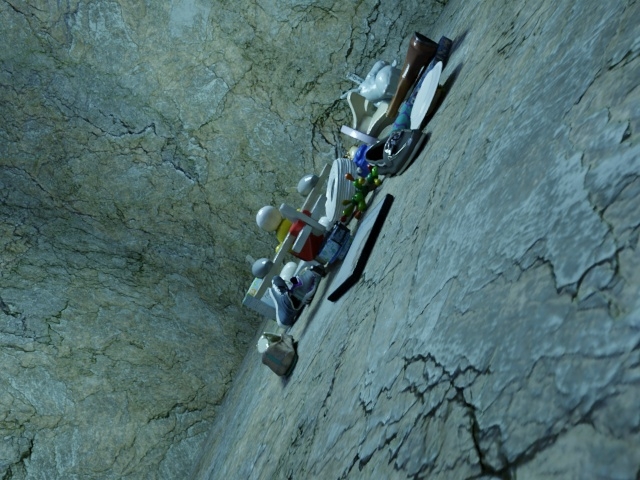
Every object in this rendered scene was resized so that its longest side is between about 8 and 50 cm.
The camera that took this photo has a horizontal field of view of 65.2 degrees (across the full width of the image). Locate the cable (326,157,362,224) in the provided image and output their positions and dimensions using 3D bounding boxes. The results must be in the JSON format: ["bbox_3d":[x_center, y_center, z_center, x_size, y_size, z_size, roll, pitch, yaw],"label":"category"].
[{"bbox_3d":[0.080,-0.186,1.919,0.257,0.089,0.257,-104,23,-66],"label":"cable"}]

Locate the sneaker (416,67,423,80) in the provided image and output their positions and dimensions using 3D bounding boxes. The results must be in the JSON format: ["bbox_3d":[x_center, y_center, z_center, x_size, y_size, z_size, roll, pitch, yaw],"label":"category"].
[{"bbox_3d":[0.412,-0.687,2.032,0.170,0.068,0.071,-54,-16,-35],"label":"sneaker"}]

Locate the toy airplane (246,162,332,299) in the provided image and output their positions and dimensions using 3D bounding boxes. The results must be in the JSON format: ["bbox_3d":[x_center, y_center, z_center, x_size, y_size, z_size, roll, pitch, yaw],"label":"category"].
[{"bbox_3d":[-0.093,-0.038,1.619,0.386,0.272,0.385,-44,-25,-56],"label":"toy airplane"}]

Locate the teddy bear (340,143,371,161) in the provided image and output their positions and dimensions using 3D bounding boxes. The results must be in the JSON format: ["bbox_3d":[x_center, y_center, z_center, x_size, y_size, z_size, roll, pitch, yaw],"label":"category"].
[{"bbox_3d":[0.148,-0.329,2.156,0.245,0.113,0.338,-45,-2,-3],"label":"teddy bear"}]

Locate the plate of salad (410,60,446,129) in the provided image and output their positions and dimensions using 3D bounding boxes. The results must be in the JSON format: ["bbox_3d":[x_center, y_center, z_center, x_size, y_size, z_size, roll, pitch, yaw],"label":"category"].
[{"bbox_3d":[0.299,-0.392,1.383,0.200,0.048,0.200,-162,90,-86],"label":"plate of salad"}]

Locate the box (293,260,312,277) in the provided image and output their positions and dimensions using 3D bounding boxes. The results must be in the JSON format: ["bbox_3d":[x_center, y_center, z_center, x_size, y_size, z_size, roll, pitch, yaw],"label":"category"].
[{"bbox_3d":[-0.046,0.102,2.106,0.126,0.072,0.137,-64,6,-34],"label":"box"}]

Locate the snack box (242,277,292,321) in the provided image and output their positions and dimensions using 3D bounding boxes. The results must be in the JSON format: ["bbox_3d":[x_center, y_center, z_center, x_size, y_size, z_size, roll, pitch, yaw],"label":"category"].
[{"bbox_3d":[-0.189,0.232,2.024,0.070,0.207,0.174,-60,4,32],"label":"snack box"}]

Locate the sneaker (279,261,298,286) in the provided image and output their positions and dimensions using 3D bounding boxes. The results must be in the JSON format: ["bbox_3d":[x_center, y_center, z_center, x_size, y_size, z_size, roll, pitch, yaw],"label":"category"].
[{"bbox_3d":[-0.182,0.264,2.546,0.169,0.108,0.293,-84,14,-76],"label":"sneaker"}]

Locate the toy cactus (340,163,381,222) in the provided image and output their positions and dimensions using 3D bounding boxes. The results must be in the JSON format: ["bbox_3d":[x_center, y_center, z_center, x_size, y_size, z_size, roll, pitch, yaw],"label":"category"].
[{"bbox_3d":[0.135,-0.170,1.638,0.180,0.112,0.219,-50,-15,-54],"label":"toy cactus"}]

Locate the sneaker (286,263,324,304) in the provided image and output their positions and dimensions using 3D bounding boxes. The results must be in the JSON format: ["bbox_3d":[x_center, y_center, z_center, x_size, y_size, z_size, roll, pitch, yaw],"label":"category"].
[{"bbox_3d":[-0.053,0.132,1.787,0.083,0.098,0.224,-59,5,28],"label":"sneaker"}]

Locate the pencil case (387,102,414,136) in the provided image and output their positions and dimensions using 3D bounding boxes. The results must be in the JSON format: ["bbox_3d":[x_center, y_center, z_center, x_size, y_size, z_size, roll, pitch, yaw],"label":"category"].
[{"bbox_3d":[0.251,-0.349,1.554,0.070,0.064,0.152,9,68,59],"label":"pencil case"}]

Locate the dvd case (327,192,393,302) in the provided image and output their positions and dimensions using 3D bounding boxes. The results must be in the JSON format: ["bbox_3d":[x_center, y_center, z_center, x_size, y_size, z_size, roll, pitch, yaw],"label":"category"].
[{"bbox_3d":[0.098,0.019,1.238,0.253,0.022,0.180,-63,4,-29],"label":"dvd case"}]

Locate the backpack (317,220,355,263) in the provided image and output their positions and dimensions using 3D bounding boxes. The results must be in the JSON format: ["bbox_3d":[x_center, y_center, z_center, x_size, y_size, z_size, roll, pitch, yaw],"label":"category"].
[{"bbox_3d":[0.047,0.014,1.453,0.114,0.084,0.105,-57,0,-6],"label":"backpack"}]

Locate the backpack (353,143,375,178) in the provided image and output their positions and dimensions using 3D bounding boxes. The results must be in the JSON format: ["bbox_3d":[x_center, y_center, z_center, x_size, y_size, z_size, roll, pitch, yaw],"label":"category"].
[{"bbox_3d":[0.176,-0.304,1.951,0.098,0.101,0.120,94,-161,-86],"label":"backpack"}]

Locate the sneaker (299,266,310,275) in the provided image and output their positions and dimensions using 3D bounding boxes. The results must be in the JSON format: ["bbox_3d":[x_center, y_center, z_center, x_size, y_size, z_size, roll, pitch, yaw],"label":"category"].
[{"bbox_3d":[-0.064,0.185,1.947,0.071,0.066,0.188,-91,21,-48],"label":"sneaker"}]

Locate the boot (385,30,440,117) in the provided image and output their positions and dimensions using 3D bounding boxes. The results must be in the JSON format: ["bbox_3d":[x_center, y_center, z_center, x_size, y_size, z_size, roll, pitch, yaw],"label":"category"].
[{"bbox_3d":[0.287,-0.556,1.708,0.281,0.096,0.264,-61,4,18],"label":"boot"}]

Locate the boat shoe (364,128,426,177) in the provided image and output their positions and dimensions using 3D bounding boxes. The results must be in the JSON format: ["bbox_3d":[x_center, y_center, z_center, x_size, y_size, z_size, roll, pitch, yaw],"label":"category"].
[{"bbox_3d":[0.189,-0.240,1.360,0.112,0.095,0.335,-61,4,-4],"label":"boat shoe"}]

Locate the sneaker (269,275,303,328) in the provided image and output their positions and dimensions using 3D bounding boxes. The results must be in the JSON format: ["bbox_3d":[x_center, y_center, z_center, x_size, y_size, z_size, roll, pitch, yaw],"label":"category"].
[{"bbox_3d":[-0.124,0.196,1.890,0.163,0.086,0.226,-61,37,44],"label":"sneaker"}]

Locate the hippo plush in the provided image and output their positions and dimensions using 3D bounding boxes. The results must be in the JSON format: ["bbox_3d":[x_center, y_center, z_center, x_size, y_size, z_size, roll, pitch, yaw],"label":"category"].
[{"bbox_3d":[0.286,-0.684,2.114,0.236,0.294,0.235,169,118,-70],"label":"hippo plush"}]

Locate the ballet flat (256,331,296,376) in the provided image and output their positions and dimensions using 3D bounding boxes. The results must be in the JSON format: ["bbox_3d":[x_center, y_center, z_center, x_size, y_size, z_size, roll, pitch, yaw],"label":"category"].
[{"bbox_3d":[-0.131,0.314,1.459,0.108,0.106,0.316,-62,4,-9],"label":"ballet flat"}]

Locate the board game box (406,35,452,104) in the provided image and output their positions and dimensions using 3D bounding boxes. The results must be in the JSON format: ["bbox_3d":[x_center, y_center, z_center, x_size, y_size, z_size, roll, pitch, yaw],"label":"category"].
[{"bbox_3d":[0.379,-0.584,1.733,0.165,0.042,0.243,-57,6,47],"label":"board game box"}]

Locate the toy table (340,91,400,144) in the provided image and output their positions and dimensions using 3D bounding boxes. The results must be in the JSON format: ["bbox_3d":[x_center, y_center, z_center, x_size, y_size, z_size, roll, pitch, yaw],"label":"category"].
[{"bbox_3d":[0.200,-0.476,2.006,0.274,0.252,0.161,37,111,51],"label":"toy table"}]

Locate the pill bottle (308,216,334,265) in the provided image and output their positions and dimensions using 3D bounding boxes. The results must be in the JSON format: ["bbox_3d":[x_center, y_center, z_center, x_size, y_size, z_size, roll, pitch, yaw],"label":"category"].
[{"bbox_3d":[0.000,0.000,1.984,0.180,0.107,0.108,-63,4,-25],"label":"pill bottle"}]
